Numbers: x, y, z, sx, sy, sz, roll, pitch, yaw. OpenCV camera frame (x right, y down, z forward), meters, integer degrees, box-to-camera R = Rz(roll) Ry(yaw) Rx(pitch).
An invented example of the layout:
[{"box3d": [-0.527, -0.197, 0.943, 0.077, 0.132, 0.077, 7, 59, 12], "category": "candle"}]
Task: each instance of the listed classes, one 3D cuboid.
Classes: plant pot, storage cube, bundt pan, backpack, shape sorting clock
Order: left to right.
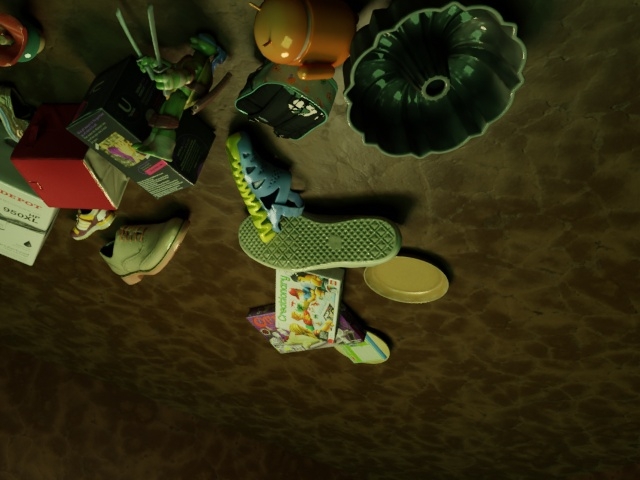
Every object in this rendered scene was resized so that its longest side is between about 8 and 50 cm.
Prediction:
[{"box3d": [-0.581, -0.200, 1.707, 0.193, 0.183, 0.215, 3, 145, 15], "category": "storage cube"}, {"box3d": [-0.055, -0.295, 1.406, 0.166, 0.144, 0.188, 32, 166, -21], "category": "backpack"}, {"box3d": [0.132, 0.348, 2.374, 0.206, 0.040, 0.206, 12, 140, 10], "category": "shape sorting clock"}, {"box3d": [0.240, 0.101, 1.987, 0.237, 0.032, 0.236, 9, 147, 6], "category": "plant pot"}, {"box3d": [0.189, -0.307, 1.269, 0.331, 0.124, 0.330, -8, 139, -7], "category": "bundt pan"}]

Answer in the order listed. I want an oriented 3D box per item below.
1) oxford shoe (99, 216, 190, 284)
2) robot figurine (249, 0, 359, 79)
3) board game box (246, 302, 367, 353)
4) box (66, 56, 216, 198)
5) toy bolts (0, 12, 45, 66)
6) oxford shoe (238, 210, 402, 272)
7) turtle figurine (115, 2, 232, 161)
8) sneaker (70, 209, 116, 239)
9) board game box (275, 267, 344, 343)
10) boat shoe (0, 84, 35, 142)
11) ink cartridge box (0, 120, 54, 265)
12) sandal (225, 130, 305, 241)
[{"box3d": [-0.515, 0.015, 2.042, 0.146, 0.140, 0.397, 39, 137, -22], "category": "oxford shoe"}, {"box3d": [-0.026, -0.375, 1.264, 0.128, 0.220, 0.158, 33, 120, 42], "category": "robot figurine"}, {"box3d": [-0.048, 0.275, 2.307, 0.347, 0.056, 0.208, -14, 125, 35], "category": "board game box"}, {"box3d": [-0.394, -0.244, 1.592, 0.143, 0.165, 0.270, -14, 137, 38], "category": "box"}, {"box3d": [-0.667, -0.464, 1.447, 0.229, 0.158, 0.218, 29, 104, -5], "category": "toy bolts"}, {"box3d": [0.000, 0.000, 1.837, 0.450, 0.169, 0.130, 1, 180, 21], "category": "oxford shoe"}, {"box3d": [-0.330, -0.306, 1.401, 0.198, 0.266, 0.275, 22, -174, 33], "category": "turtle figurine"}, {"box3d": [-0.674, -0.064, 2.051, 0.186, 0.069, 0.084, -21, 125, 32], "category": "sneaker"}, {"box3d": [-0.036, 0.176, 2.118, 0.193, 0.053, 0.305, 15, 137, 11], "category": "board game box"}, {"box3d": [-0.729, -0.297, 1.724, 0.066, 0.066, 0.183, 0, 144, 18], "category": "boat shoe"}, {"box3d": [-0.857, -0.126, 1.928, 0.286, 0.166, 0.395, 25, 144, -17], "category": "ink cartridge box"}, {"box3d": [-0.131, -0.141, 1.713, 0.138, 0.126, 0.317, -21, 136, 1], "category": "sandal"}]
